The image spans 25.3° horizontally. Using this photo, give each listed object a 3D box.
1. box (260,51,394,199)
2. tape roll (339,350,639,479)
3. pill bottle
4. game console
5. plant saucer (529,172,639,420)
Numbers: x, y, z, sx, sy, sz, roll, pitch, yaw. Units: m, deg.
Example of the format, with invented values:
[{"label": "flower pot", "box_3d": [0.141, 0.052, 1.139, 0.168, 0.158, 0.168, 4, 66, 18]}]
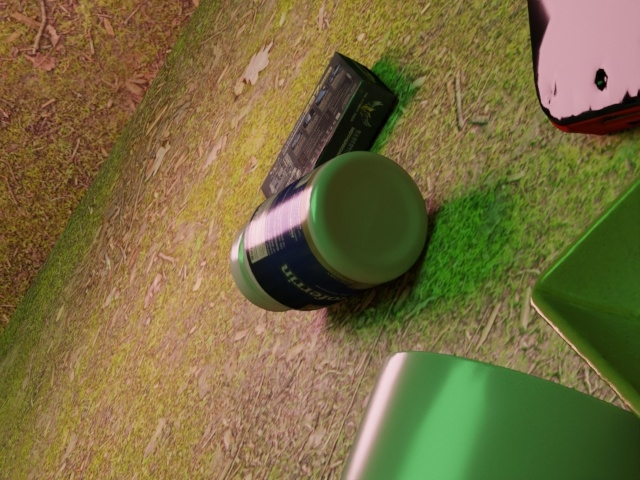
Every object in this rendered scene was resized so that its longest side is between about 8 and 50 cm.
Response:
[{"label": "box", "box_3d": [0.006, -0.133, 1.973, 0.233, 0.059, 0.183, -60, 20, 11]}, {"label": "tape roll", "box_3d": [0.129, 0.197, 0.975, 0.246, 0.246, 0.169, -14, 52, 65]}, {"label": "pill bottle", "box_3d": [0.000, 0.000, 1.683, 0.264, 0.153, 0.153, -27, 41, 60]}, {"label": "game console", "box_3d": [0.277, -0.275, 1.219, 0.386, 0.060, 0.342, 171, 96, -72]}, {"label": "plant saucer", "box_3d": [0.322, -0.002, 0.905, 0.333, 0.081, 0.333, -45, 22, 5]}]
